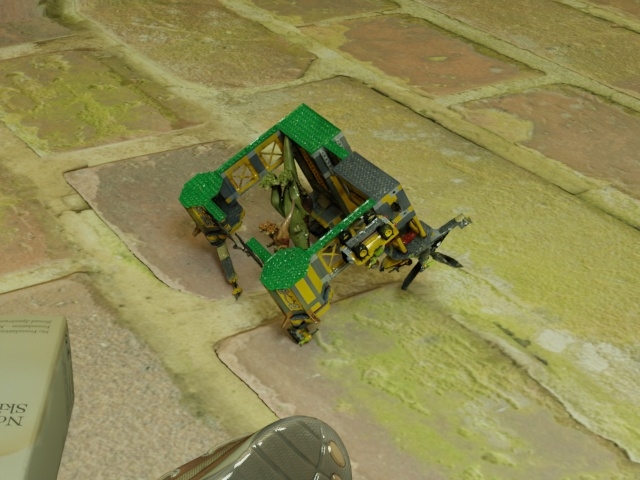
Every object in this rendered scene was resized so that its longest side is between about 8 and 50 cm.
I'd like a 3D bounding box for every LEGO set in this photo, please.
[{"bbox_3d":[0.000,0.000,1.389,0.255,0.192,0.331,-45,42,-15],"label":"LEGO set"}]

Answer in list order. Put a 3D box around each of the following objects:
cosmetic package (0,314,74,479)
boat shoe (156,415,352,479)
[{"bbox_3d":[-0.324,0.194,1.024,0.160,0.113,0.309,-1,28,-4],"label":"cosmetic package"},{"bbox_3d":[-0.122,0.256,0.940,0.324,0.123,0.116,-26,4,-26],"label":"boat shoe"}]
